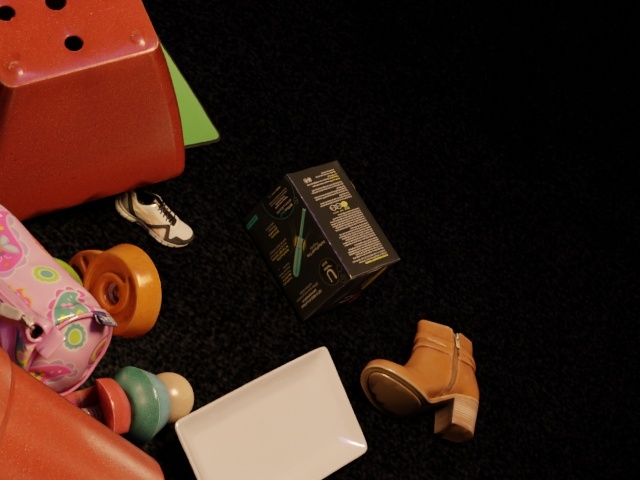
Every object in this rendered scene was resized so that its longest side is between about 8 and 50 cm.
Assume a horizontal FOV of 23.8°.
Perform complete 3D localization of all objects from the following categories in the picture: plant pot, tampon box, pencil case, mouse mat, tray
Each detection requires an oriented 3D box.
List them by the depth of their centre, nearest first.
[{"bbox_3d":[-0.311,0.241,1.454,0.265,0.272,0.272,34,43,-26],"label":"plant pot"},{"bbox_3d":[-0.342,0.042,1.603,0.124,0.124,0.284,-18,51,-45],"label":"pencil case"},{"bbox_3d":[-0.308,-0.207,1.731,0.267,0.236,0.267,-18,70,-20],"label":"plant pot"},{"bbox_3d":[-0.059,0.235,1.798,0.270,0.030,0.145,-24,90,-46],"label":"tray"},{"bbox_3d":[-0.222,-0.190,1.915,0.152,0.007,0.190,-15,66,-47],"label":"mouse mat"},{"bbox_3d":[0.000,0.000,1.974,0.101,0.120,0.161,-19,73,-45],"label":"tampon box"}]

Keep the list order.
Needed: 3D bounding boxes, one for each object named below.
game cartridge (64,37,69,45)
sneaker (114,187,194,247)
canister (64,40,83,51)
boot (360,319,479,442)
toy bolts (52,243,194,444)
[{"bbox_3d":[-0.399,-0.348,1.964,0.294,0.060,0.196,6,59,-37],"label":"game cartridge"},{"bbox_3d":[-0.202,-0.030,1.890,0.109,0.044,0.040,31,42,-20],"label":"sneaker"},{"bbox_3d":[-0.274,-0.167,1.913,0.126,0.073,0.170,-22,73,-47],"label":"canister"},{"bbox_3d":[0.130,0.164,1.997,0.197,0.073,0.152,35,43,-31],"label":"boot"},{"bbox_3d":[-0.203,0.110,1.685,0.158,0.218,0.229,-6,81,-50],"label":"toy bolts"}]
